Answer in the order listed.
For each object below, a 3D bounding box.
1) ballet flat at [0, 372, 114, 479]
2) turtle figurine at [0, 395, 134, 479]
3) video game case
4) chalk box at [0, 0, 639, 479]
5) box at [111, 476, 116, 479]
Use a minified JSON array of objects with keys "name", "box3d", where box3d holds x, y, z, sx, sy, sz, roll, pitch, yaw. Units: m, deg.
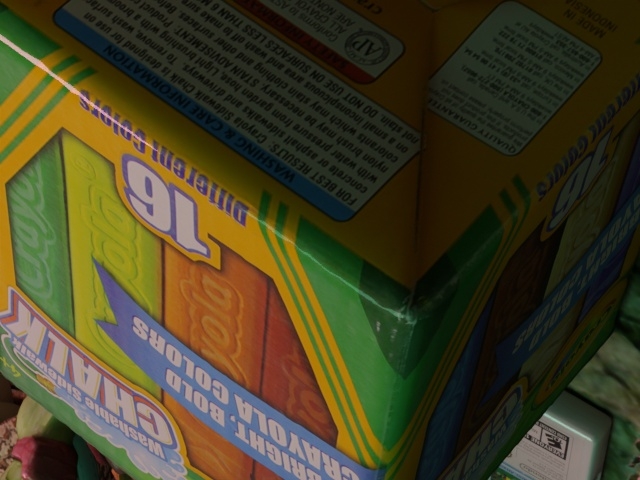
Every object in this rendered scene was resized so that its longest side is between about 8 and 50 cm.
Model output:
[{"name":"ballet flat","box3d":[-0.315,0.096,1.259,0.483,0.164,0.182,11,115,36]},{"name":"turtle figurine","box3d":[-0.094,0.120,0.923,0.266,0.275,0.198,53,-169,-3]},{"name":"video game case","box3d":[0.056,0.086,0.887,0.157,0.019,0.143,30,148,22]},{"name":"chalk box","box3d":[0.000,0.000,0.683,0.180,0.179,0.289,34,149,19]},{"name":"box","box3d":[-0.091,0.240,1.099,0.059,0.183,0.232,23,145,34]}]
